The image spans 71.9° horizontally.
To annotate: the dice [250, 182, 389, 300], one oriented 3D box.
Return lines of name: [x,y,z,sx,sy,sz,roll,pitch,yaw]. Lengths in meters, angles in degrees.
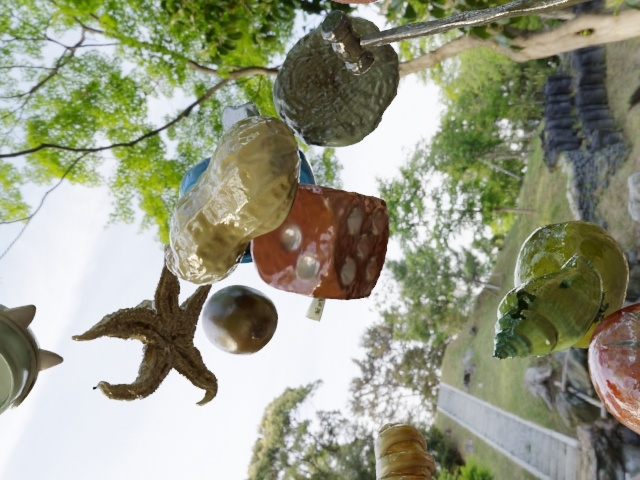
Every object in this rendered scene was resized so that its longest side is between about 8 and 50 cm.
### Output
dice: [0.000,0.000,0.729,0.175,0.174,0.179,-2,-79,-56]

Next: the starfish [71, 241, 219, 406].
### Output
starfish: [-0.273,0.148,0.769,0.299,0.060,0.302,49,-147,-41]

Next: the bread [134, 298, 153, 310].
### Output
bread: [-0.435,0.196,1.141,0.077,0.083,0.070,-42,-42,-44]

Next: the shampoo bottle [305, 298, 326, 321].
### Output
shampoo bottle: [-0.004,0.175,1.319,0.034,0.049,0.141,-35,-36,-71]

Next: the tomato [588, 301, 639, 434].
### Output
tomato: [0.658,0.251,0.835,0.265,0.265,0.264,-11,-78,-61]

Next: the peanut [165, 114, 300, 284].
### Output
peanut: [-0.123,-0.044,0.603,0.130,0.290,0.130,32,-147,-24]

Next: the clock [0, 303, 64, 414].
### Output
clock: [-0.659,0.223,0.792,0.108,0.324,0.265,-128,22,-66]

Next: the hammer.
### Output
hammer: [0.133,-0.168,0.321,0.058,0.292,0.029,30,-110,-52]

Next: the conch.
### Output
conch: [0.287,0.093,0.561,0.201,0.095,0.079,-28,-32,-9]

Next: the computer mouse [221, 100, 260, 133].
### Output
computer mouse: [-0.244,-0.395,1.533,0.090,0.379,0.167,-14,-72,-31]

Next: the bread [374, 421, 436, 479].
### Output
bread: [0.199,0.557,0.970,0.173,0.121,0.311,44,-148,-39]

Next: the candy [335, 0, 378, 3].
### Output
candy: [0.069,-0.502,0.718,0.255,0.256,0.094,17,-111,-61]

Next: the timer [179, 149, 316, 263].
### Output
timer: [-0.157,-0.086,1.073,0.340,0.309,0.115,72,180,-53]

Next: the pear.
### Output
pear: [0.616,0.102,1.089,0.253,0.253,0.307,-15,-78,-61]

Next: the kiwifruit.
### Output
kiwifruit: [-0.218,0.217,1.202,0.196,0.234,0.195,-5,-79,-29]

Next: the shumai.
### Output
shumai: [0.050,-0.356,1.120,0.263,0.310,0.303,26,-134,-83]
